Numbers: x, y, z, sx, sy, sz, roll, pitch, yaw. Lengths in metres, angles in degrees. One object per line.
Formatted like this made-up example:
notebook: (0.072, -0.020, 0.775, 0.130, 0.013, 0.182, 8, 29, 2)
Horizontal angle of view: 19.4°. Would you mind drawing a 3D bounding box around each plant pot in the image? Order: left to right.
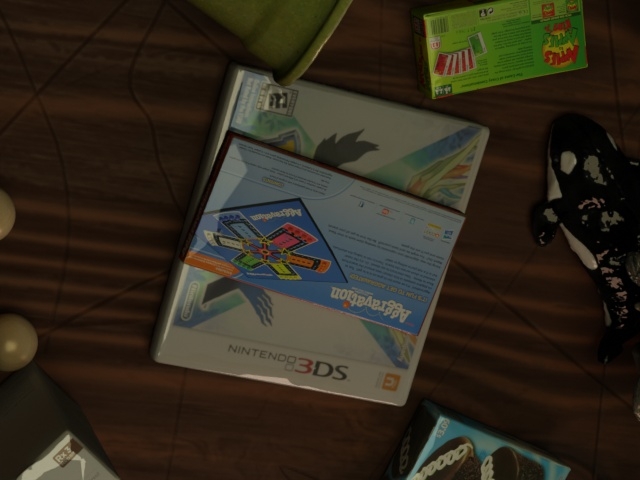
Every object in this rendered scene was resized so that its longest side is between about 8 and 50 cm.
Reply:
plant pot: (-0.083, -0.325, 1.773, 0.254, 0.276, 0.276, 26, 96, -12)

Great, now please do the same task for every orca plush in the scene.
orca plush: (0.321, 0.004, 2.071, 0.151, 0.102, 0.287, -8, 108, -16)

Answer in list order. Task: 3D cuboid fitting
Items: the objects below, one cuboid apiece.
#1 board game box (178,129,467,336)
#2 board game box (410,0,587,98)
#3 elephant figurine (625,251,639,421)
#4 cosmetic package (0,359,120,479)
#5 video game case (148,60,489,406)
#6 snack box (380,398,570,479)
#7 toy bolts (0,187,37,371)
board game box: (0.005, -0.004, 1.965, 0.281, 0.027, 0.145, 18, 98, -23)
board game box: (0.191, -0.216, 1.995, 0.181, 0.043, 0.092, -13, 110, -14)
elephant figurine: (0.402, 0.130, 2.059, 0.169, 0.186, 0.239, -56, 156, 13)
cosmetic package: (-0.286, 0.214, 1.859, 0.117, 0.231, 0.085, -44, 114, -2)
video game case: (0.000, 0.000, 1.999, 0.300, 0.036, 0.329, 12, 101, -22)
snack box: (0.129, 0.360, 2.136, 0.187, 0.060, 0.322, 24, 97, -23)
toy bolts: (-0.351, 0.070, 1.826, 0.158, 0.218, 0.228, -15, 128, -20)
